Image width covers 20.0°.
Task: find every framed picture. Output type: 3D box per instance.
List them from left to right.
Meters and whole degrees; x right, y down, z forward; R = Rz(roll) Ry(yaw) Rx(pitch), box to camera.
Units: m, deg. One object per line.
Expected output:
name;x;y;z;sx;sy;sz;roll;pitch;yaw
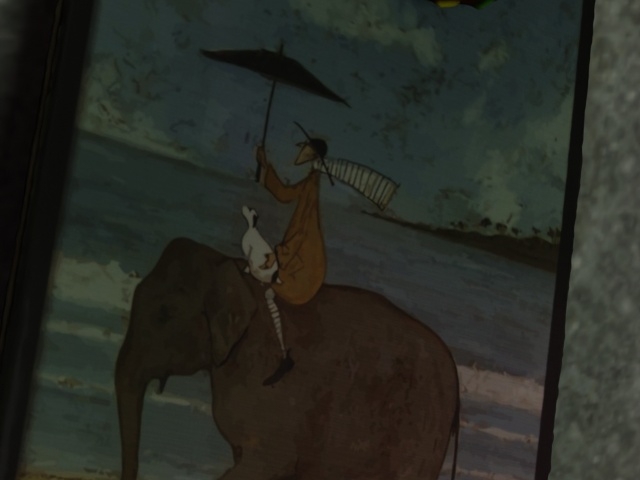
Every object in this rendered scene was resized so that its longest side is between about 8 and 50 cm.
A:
framed picture;0.000;0.000;0.716;0.265;0.016;0.347;17;74;-34

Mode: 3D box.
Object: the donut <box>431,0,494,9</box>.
donut;0.070;-0.200;0.699;0.230;0.096;0.216;40;76;-34
